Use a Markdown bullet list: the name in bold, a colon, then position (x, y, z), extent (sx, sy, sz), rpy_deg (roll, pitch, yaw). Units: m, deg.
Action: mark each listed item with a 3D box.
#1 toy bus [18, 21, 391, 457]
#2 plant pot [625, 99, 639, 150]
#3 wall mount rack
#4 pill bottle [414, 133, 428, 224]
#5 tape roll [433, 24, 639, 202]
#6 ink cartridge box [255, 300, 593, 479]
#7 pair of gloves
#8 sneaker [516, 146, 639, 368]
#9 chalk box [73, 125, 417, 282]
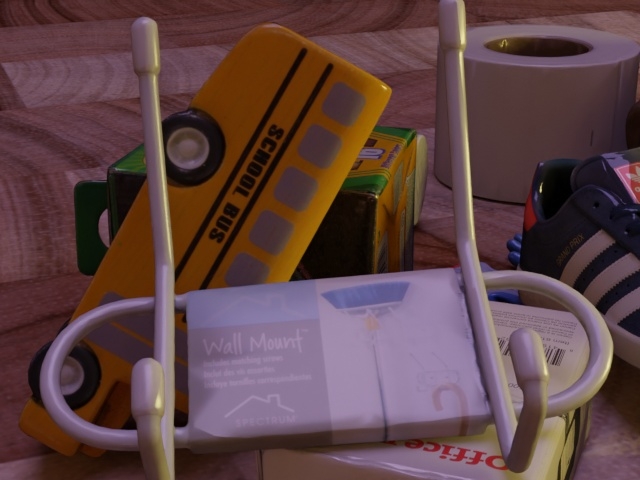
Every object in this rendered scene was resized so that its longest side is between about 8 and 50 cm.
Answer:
- **toy bus**: position (-0.086, 0.007, 0.816), extent (0.130, 0.332, 0.108), rpy_deg (29, 5, -5)
- **plant pot**: position (0.473, -0.122, 1.254), extent (0.229, 0.263, 0.263), rpy_deg (-23, 25, -6)
- **wall mount rack**: position (0.000, 0.000, 0.688), extent (0.350, 0.130, 0.304), rpy_deg (-4, 50, -3)
- **pill bottle**: position (0.001, -0.076, 1.256), extent (0.221, 0.121, 0.121), rpy_deg (7, 23, 15)
- **tape roll**: position (0.263, -0.162, 1.404), extent (0.246, 0.169, 0.246), rpy_deg (0, 22, 0)
- **ink cartridge box**: position (0.081, 0.130, 0.763), extent (0.172, 0.100, 0.237), rpy_deg (7, 24, 20)
- **pair of gloves**: position (0.219, 0.034, 1.111), extent (0.198, 0.023, 0.159), rpy_deg (-16, 27, -36)
- **sneaker**: position (0.264, 0.006, 0.885), extent (0.131, 0.148, 0.350), rpy_deg (-7, 13, -24)
- **chalk box**: position (-0.074, -0.002, 0.995), extent (0.289, 0.180, 0.179), rpy_deg (7, 23, 14)
